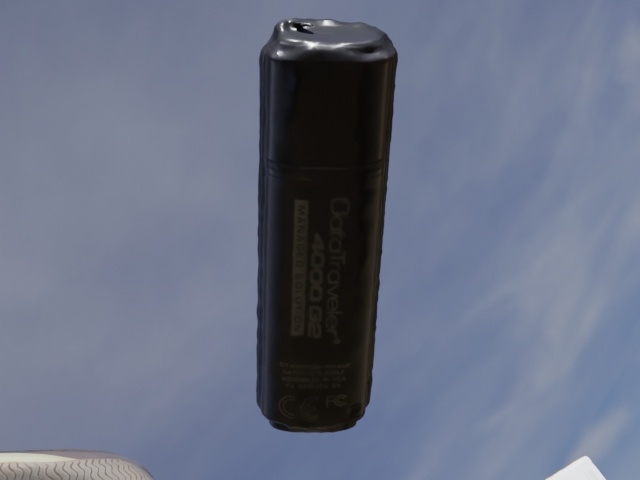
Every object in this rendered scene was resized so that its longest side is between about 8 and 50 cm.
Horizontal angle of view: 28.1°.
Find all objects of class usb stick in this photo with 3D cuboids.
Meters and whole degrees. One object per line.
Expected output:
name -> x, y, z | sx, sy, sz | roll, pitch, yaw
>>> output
usb stick -> 0.000, 0.000, 0.772 | 0.045, 0.077, 0.278 | -95, 6, -59

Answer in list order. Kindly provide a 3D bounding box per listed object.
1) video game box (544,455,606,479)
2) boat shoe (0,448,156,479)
video game box -> 0.115, 0.264, 1.009 | 0.187, 0.048, 0.205 | -27, -20, -30
boat shoe -> -0.228, 0.159, 0.516 | 0.355, 0.130, 0.132 | -18, -77, -6
